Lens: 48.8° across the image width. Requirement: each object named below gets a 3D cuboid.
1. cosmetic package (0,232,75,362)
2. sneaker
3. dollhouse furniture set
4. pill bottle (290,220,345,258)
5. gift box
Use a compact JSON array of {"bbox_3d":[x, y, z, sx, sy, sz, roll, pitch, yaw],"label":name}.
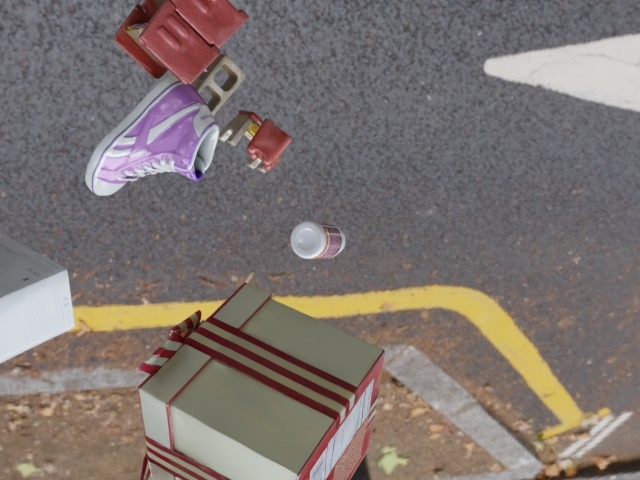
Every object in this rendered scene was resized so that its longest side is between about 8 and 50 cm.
[{"bbox_3d":[-0.617,0.110,1.290,0.224,0.224,0.138,-31,132,-46],"label":"cosmetic package"},{"bbox_3d":[-0.295,-0.141,1.248,0.282,0.161,0.102,-42,170,24],"label":"sneaker"},{"bbox_3d":[-0.162,-0.283,1.240,0.374,0.201,0.152,42,82,-32],"label":"dollhouse furniture set"},{"bbox_3d":[0.000,0.000,1.621,0.086,0.086,0.152,-34,165,20],"label":"pill bottle"},{"bbox_3d":[-0.094,0.232,0.906,0.258,0.276,0.255,23,127,22],"label":"gift box"}]
